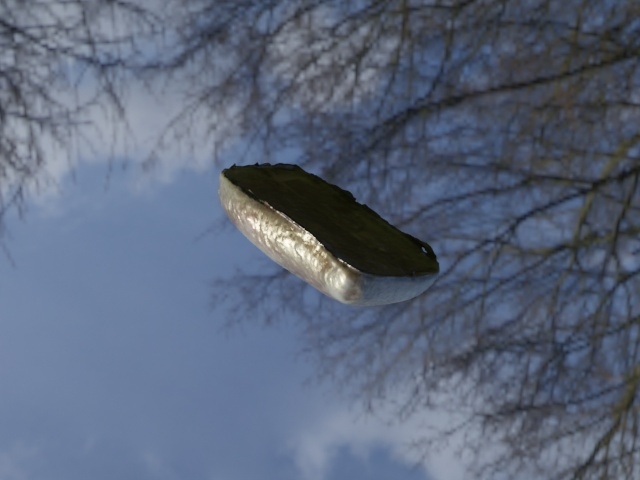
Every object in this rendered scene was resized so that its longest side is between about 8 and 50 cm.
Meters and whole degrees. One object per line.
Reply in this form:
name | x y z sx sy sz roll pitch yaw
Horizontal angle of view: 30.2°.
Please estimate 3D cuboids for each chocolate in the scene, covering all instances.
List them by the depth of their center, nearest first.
chocolate | 0.000 0.000 1.481 0.185 0.100 0.303 2 -156 -48
